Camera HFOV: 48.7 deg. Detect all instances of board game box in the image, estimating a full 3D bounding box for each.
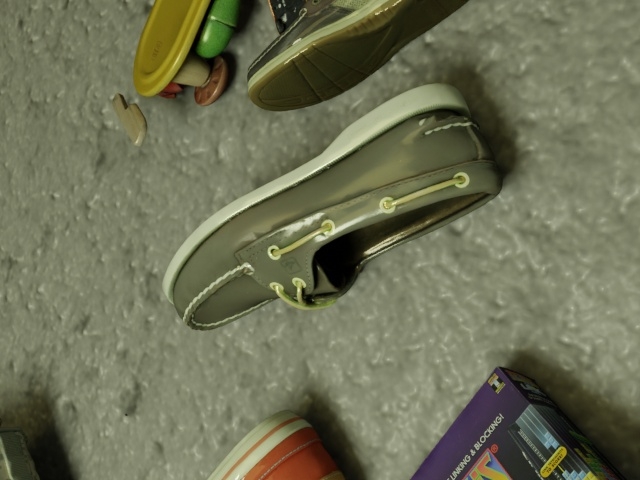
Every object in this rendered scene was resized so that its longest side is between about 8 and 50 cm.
[{"bbox_3d":[0.121,0.195,0.472,0.170,0.048,0.141,-57,36,14],"label":"board game box"}]

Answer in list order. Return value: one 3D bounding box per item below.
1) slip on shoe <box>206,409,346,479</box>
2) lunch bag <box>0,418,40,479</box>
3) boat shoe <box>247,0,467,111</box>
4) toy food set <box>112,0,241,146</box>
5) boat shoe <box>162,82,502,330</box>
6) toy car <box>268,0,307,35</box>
[{"bbox_3d":[-0.091,0.296,0.591,0.101,0.123,0.331,41,102,24],"label":"slip on shoe"},{"bbox_3d":[-0.363,0.364,0.695,0.256,0.212,0.305,-31,73,8],"label":"lunch bag"},{"bbox_3d":[0.031,-0.187,0.580,0.223,0.080,0.073,-29,66,21],"label":"boat shoe"},{"bbox_3d":[-0.120,-0.193,0.682,0.128,0.071,0.218,38,105,53],"label":"toy food set"},{"bbox_3d":[-0.002,-0.001,0.562,0.305,0.109,0.091,-33,65,21],"label":"boat shoe"},{"bbox_3d":[0.001,-0.236,0.634,0.122,0.060,0.040,-35,24,7],"label":"toy car"}]
